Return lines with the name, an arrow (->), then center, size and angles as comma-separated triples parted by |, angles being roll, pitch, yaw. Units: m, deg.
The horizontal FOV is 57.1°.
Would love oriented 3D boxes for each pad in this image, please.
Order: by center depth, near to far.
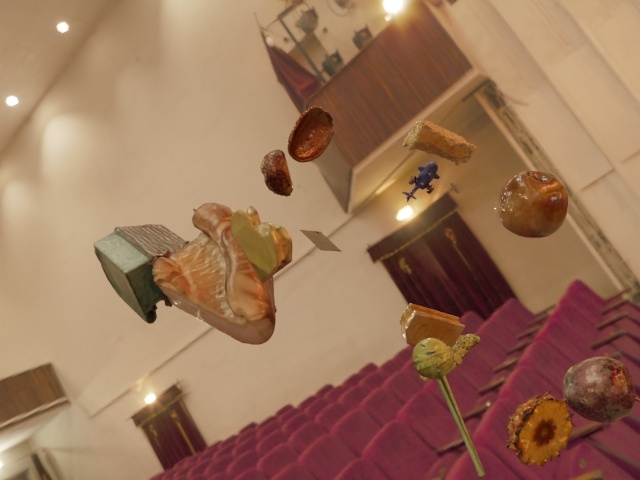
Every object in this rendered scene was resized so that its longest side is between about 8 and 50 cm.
pad -> 0.000, 0.000, 2.553 | 0.116, 0.193, 0.004 | 4, -64, -35

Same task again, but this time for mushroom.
mushroom -> -0.226, 0.097, 1.595 | 0.313, 0.398, 0.224 | -53, -34, -21

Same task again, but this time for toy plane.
toy plane -> 0.215, -0.126, 1.257 | 0.062, 0.054, 0.167 | -64, 1, -27

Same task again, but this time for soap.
soap -> 0.396, 0.324, 2.154 | 0.232, 0.073, 0.140 | 18, -70, -25

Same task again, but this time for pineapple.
pineapple -> 0.579, 0.500, 1.572 | 0.225, 0.224, 0.076 | -29, 21, -18

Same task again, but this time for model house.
model house -> -0.516, 0.065, 1.820 | 0.249, 0.281, 0.229 | -33, -46, -28

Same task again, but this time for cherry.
cherry -> 0.760, 0.409, 1.604 | 0.195, 0.195, 0.195 | -31, -10, -6

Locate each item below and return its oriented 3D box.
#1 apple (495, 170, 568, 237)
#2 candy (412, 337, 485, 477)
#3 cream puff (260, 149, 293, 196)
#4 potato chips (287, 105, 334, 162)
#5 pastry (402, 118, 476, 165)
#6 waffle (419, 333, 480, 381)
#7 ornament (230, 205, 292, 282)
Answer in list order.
apple -> 0.780, -0.138, 2.169 | 0.257, 0.257, 0.233 | -24, -53, -38
candy -> 0.309, 0.389, 1.372 | 0.093, 0.335, 0.092 | -17, -10, -19
cream puff -> -0.134, -0.200, 1.779 | 0.085, 0.148, 0.149 | -15, -10, 1
potato chips -> -0.037, -0.351, 1.954 | 0.150, 0.049, 0.201 | 37, -97, -41
pastry -> 0.436, -0.356, 2.129 | 0.259, 0.089, 0.121 | 13, -36, -18
waffle -> 0.573, 0.519, 2.638 | 0.317, 0.073, 0.297 | -35, -5, -14
ornament -> -0.136, 0.024, 1.373 | 0.059, 0.201, 0.180 | -17, -59, -30
